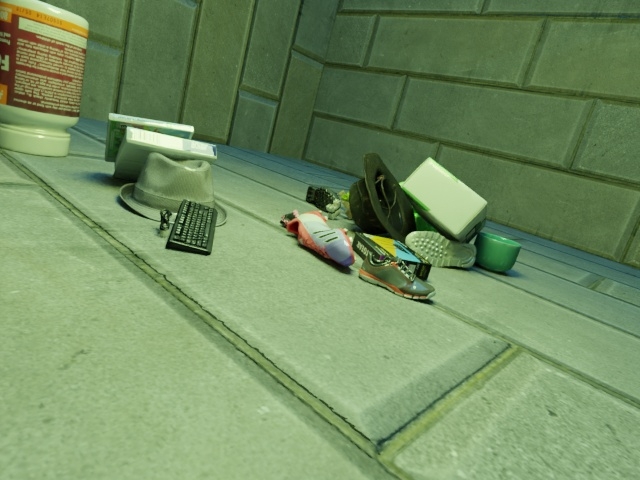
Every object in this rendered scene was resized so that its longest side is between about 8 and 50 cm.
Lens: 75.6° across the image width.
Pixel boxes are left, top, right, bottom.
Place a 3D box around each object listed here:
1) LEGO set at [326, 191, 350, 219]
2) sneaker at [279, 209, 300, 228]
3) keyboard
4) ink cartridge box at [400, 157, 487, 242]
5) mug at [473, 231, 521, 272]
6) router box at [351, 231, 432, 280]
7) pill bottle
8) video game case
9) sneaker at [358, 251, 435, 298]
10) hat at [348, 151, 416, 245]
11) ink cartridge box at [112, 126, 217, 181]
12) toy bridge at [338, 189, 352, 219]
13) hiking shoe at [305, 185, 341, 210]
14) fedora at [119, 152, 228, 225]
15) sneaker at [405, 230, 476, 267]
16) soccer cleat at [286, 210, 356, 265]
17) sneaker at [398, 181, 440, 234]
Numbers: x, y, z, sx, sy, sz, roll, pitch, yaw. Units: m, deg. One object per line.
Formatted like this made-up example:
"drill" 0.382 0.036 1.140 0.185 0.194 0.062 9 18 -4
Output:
"LEGO set" 0.123 -0.116 1.411 0.087 0.093 0.227 25 46 33
"sneaker" -0.078 -0.046 1.089 0.057 0.047 0.119 -10 18 -9
"keyboard" -0.256 -0.034 0.792 0.108 0.023 0.180 11 26 -15
"ink cartridge box" 0.378 -0.099 1.241 0.211 0.121 0.289 45 7 21
"mug" 0.534 0.038 1.269 0.129 0.098 0.157 20 14 21
"router box" 0.166 0.035 0.994 0.133 0.046 0.179 10 14 -18
"pill bottle" -0.802 -0.453 1.166 0.223 0.392 0.224 14 13 -3
"video game case" -0.451 -0.250 1.077 0.193 0.023 0.212 2 -19 -29
"sneaker" 0.154 0.067 0.814 0.157 0.065 0.061 19 14 15
"hat" 0.169 -0.097 1.257 0.133 0.332 0.331 -25 -6 27
"ink cartridge box" -0.419 -0.211 1.099 0.223 0.045 0.224 5 -19 -34
"toy bridge" 0.104 -0.126 1.539 0.063 0.026 0.188 52 14 -26
"hiking shoe" 0.035 -0.160 1.547 0.114 0.086 0.227 4 16 -28
"fedora" -0.332 -0.134 0.967 0.243 0.124 0.275 7 16 -28
"sneaker" 0.320 0.026 1.150 0.235 0.090 0.095 16 3 -26
"soccer cleat" 0.000 0.000 0.930 0.095 0.083 0.248 -20 30 -13
"sneaker" 0.371 -0.119 1.594 0.202 0.185 0.482 23 5 36
